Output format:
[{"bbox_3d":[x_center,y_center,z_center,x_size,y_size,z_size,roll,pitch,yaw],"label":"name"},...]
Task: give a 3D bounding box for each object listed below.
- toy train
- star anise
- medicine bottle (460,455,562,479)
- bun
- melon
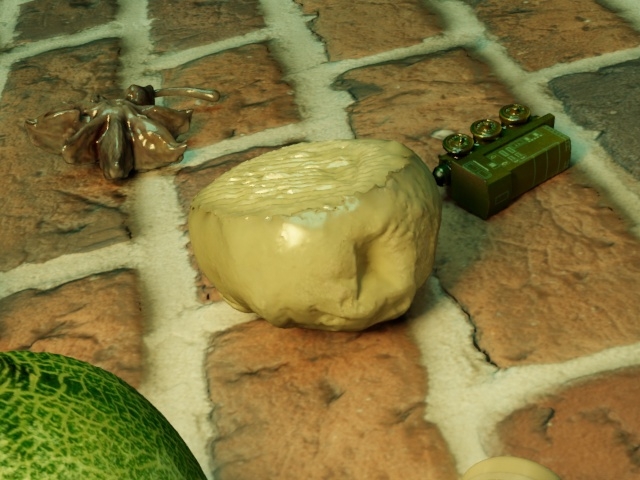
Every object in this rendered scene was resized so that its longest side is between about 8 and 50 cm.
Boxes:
[{"bbox_3d":[0.283,-0.126,1.544,0.225,0.090,0.137,-29,44,-24],"label":"toy train"},{"bbox_3d":[-0.345,-0.189,1.816,0.360,0.139,0.316,-1,39,-13],"label":"star anise"},{"bbox_3d":[0.155,0.316,0.891,0.114,0.114,0.252,2,37,20],"label":"medicine bottle"},{"bbox_3d":[0.000,0.000,1.337,0.360,0.211,0.359,-11,22,5],"label":"bun"},{"bbox_3d":[-0.215,0.264,0.889,0.226,0.343,0.331,-4,36,20],"label":"melon"}]
